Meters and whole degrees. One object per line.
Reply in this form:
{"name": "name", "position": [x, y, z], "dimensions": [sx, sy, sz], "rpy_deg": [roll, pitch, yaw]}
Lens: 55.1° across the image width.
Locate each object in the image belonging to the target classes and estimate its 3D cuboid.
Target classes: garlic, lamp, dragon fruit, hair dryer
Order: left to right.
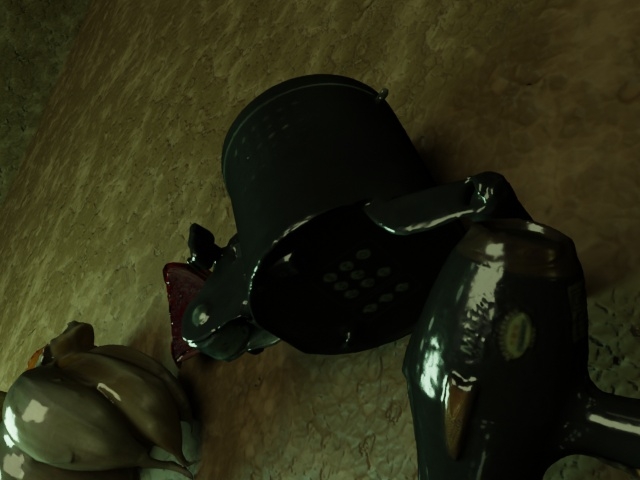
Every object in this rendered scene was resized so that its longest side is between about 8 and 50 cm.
{"name": "garlic", "position": [-0.308, 0.252, 0.824], "dimensions": [0.292, 0.238, 0.210], "rpy_deg": [36, 118, 36]}
{"name": "dragon fruit", "position": [-0.170, 0.096, 0.871], "dimensions": [0.102, 0.096, 0.147], "rpy_deg": [-143, 50, -63]}
{"name": "lamp", "position": [0.021, -0.039, 0.612], "dimensions": [0.374, 0.205, 0.272], "rpy_deg": [-22, 50, 31]}
{"name": "hair dryer", "position": [0.203, 0.160, 0.350], "dimensions": [0.360, 0.120, 0.303], "rpy_deg": [14, 106, 35]}

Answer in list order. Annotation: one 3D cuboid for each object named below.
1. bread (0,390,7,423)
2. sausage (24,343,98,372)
{"name": "bread", "position": [-0.643, 0.369, 1.221], "dimensions": [0.141, 0.148, 0.134], "rpy_deg": [-1, 49, 49]}
{"name": "sausage", "position": [-0.408, 0.285, 0.978], "dimensions": [0.141, 0.153, 0.268], "rpy_deg": [-47, 38, 38]}
